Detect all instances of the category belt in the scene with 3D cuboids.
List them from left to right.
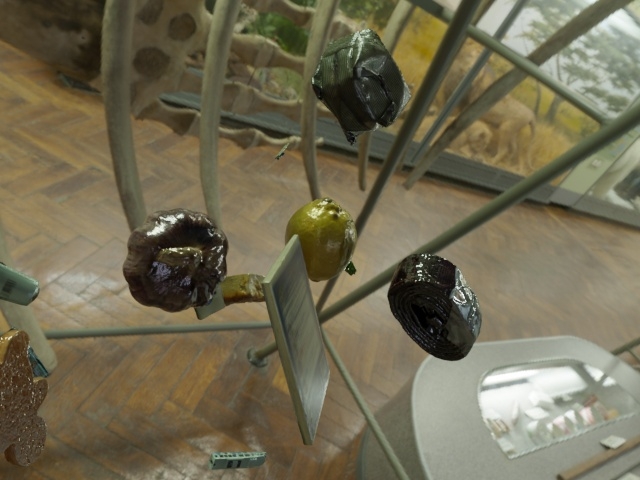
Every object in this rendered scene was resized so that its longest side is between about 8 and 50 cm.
[{"bbox_3d":[0.299,0.164,1.285,0.289,0.184,0.164,54,36,-22],"label":"belt"}]

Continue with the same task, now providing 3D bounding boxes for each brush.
[{"bbox_3d":[-0.098,-0.234,1.316,0.013,0.016,0.083,47,35,-17],"label":"brush"}]

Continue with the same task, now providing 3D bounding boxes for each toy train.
[{"bbox_3d":[-0.261,0.712,1.624,0.208,0.043,0.047,16,7,-37],"label":"toy train"}]

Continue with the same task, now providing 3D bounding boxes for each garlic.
[{"bbox_3d":[-0.303,0.044,1.096,0.245,0.244,0.161,7,-3,-39],"label":"garlic"}]

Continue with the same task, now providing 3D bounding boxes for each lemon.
[{"bbox_3d":[0.000,0.000,1.396,0.204,0.260,0.204,9,29,-5],"label":"lemon"}]

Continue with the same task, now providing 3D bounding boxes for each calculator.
[{"bbox_3d":[-0.836,0.325,1.417,0.172,0.057,0.018,56,3,-1],"label":"calculator"}]

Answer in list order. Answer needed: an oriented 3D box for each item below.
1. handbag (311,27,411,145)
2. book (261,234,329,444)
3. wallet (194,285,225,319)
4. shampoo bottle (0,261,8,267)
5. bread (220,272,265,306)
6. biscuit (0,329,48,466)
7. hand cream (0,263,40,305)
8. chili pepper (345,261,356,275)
[{"bbox_3d":[0.136,-0.510,1.706,0.340,0.247,0.240,53,40,-28],"label":"handbag"},{"bbox_3d":[-0.036,0.174,0.925,0.018,0.322,0.228,-9,18,13],"label":"book"},{"bbox_3d":[-0.387,0.178,1.689,0.110,0.155,0.039,-25,31,-29],"label":"wallet"},{"bbox_3d":[-1.117,0.189,1.623,0.104,0.278,0.104,33,-1,1],"label":"shampoo bottle"},{"bbox_3d":[-0.342,0.204,2.003,0.185,0.275,0.114,21,65,-59],"label":"bread"},{"bbox_3d":[-0.532,0.288,0.860,0.036,0.249,0.165,3,30,5],"label":"biscuit"},{"bbox_3d":[-0.837,0.073,1.187,0.321,0.109,0.067,27,10,-29],"label":"hand cream"},{"bbox_3d":[0.074,0.070,1.482,0.030,0.034,0.091,-29,55,-34],"label":"chili pepper"}]
